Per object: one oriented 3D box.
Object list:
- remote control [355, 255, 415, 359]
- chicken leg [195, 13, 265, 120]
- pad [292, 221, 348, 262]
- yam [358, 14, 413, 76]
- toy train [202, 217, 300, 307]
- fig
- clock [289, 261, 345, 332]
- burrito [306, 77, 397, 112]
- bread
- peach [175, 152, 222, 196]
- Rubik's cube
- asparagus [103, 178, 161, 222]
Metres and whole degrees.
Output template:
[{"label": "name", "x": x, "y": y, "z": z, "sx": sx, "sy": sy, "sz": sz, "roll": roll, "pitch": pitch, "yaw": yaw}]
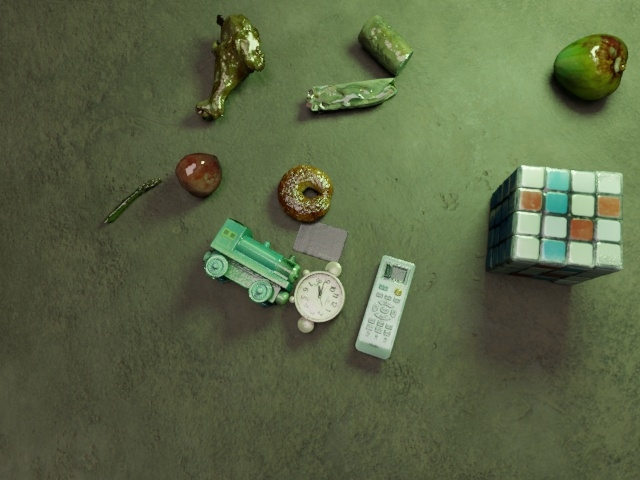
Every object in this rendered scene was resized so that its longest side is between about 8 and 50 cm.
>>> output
[{"label": "remote control", "x": 0.192, "y": 0.195, "z": 1.219, "sx": 0.103, "sy": 0.051, "sz": 0.294, "roll": 17, "pitch": 77, "yaw": 9}, {"label": "chicken leg", "x": -0.289, "y": -0.581, "z": 1.400, "sx": 0.211, "sy": 0.140, "sz": 0.362, "roll": 9, "pitch": 89, "yaw": 29}, {"label": "pad", "x": 0.000, "y": 0.000, "z": 1.306, "sx": 0.157, "sy": 0.003, "sz": 0.112, "roll": 17, "pitch": 81, "yaw": 9}, {"label": "yam", "x": 0.222, "y": -0.640, "z": 1.364, "sx": 0.107, "sy": 0.107, "sz": 0.194, "roll": -39, "pitch": 77, "yaw": -2}, {"label": "toy train", "x": -0.208, "y": 0.074, "z": 1.258, "sx": 0.298, "sy": 0.120, "sz": 0.194, "roll": 28, "pitch": 78, "yaw": 11}, {"label": "fig", "x": 0.810, "y": -0.525, "z": 1.244, "sx": 0.191, "sy": 0.181, "sz": 0.181, "roll": 29, "pitch": 82, "yaw": 34}, {"label": "clock", "x": -0.002, "y": 0.170, "z": 1.242, "sx": 0.155, "sy": 0.063, "sz": 0.230, "roll": 24, "pitch": 79, "yaw": 13}, {"label": "burrito", "x": 0.104, "y": -0.478, "z": 1.363, "sx": 0.308, "sy": 0.066, "sz": 0.096, "roll": -8, "pitch": 75, "yaw": 2}, {"label": "bread", "x": -0.050, "y": -0.152, "z": 1.313, "sx": 0.193, "sy": 0.064, "sz": 0.194, "roll": -1, "pitch": 77, "yaw": 3}, {"label": "peach", "x": -0.392, "y": -0.225, "z": 1.333, "sx": 0.151, "sy": 0.152, "sz": 0.152, "roll": -1, "pitch": 78, "yaw": 6}, {"label": "Rubik's cube", "x": 0.615, "y": -0.034, "z": 1.113, "sx": 0.253, "sy": 0.259, "sz": 0.257, "roll": 7, "pitch": 79, "yaw": 10}, {"label": "asparagus", "x": -0.640, "y": -0.140, "z": 1.396, "sx": 0.236, "sy": 0.027, "sz": 0.034, "roll": -41, "pitch": 82, "yaw": -3}]
